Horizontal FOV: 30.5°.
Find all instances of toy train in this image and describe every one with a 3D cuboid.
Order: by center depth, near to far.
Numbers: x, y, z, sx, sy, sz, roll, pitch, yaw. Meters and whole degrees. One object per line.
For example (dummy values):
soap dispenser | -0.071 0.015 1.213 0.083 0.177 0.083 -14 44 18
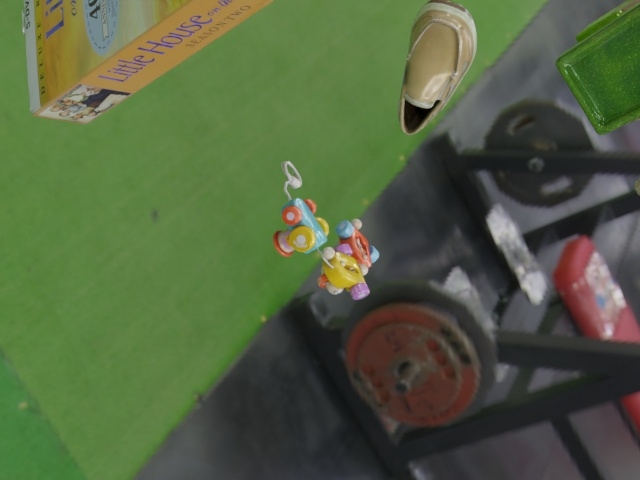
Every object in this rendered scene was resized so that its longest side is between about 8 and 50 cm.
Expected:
toy train | 0.000 0.000 1.193 0.166 0.046 0.125 42 25 -37

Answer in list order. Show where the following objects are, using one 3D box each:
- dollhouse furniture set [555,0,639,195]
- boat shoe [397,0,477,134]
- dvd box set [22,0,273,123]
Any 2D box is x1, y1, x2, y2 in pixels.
dollhouse furniture set | 0.388 -0.110 1.153 0.301 0.151 0.197 57 31 -4
boat shoe | 0.112 -0.165 1.180 0.190 0.068 0.072 91 24 -65
dvd box set | -0.113 -0.297 0.896 0.062 0.420 0.307 6 74 -38
